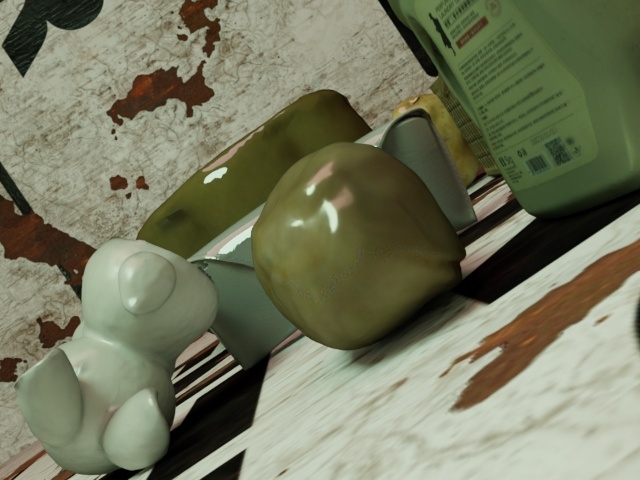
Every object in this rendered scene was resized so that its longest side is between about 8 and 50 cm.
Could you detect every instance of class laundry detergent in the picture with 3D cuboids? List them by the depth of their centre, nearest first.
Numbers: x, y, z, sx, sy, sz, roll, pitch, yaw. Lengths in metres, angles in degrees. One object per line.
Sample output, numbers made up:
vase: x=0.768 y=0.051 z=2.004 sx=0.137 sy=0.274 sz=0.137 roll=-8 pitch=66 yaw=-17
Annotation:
laundry detergent: x=0.117 y=-0.141 z=0.496 sx=0.091 sy=0.253 sz=0.181 roll=-35 pitch=1 yaw=-17

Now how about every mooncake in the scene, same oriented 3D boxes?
mooncake: x=-0.069 y=-0.037 z=1.349 sx=0.467 sy=0.262 sz=0.467 roll=-36 pitch=2 yaw=1

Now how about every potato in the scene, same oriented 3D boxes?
potato: x=0.176 y=-0.142 z=1.220 sx=0.118 sy=0.178 sz=0.109 roll=-40 pitch=37 yaw=-5

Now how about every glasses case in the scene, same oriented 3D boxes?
glasses case: x=0.001 y=0.002 z=0.772 sx=0.308 sy=0.128 sz=0.083 roll=-34 pitch=-7 yaw=7

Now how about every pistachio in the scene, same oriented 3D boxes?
pistachio: x=0.025 y=0.006 z=0.523 sx=0.136 sy=0.136 sz=0.226 roll=-34 pitch=-6 yaw=4

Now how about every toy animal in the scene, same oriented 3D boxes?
toy animal: x=-0.165 y=0.096 z=0.678 sx=0.178 sy=0.127 sz=0.193 roll=-53 pitch=13 yaw=58

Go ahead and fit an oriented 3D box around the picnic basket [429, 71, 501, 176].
picnic basket: x=0.281 y=-0.216 z=1.011 sx=0.228 sy=0.175 sz=0.313 roll=-33 pitch=2 yaw=3
